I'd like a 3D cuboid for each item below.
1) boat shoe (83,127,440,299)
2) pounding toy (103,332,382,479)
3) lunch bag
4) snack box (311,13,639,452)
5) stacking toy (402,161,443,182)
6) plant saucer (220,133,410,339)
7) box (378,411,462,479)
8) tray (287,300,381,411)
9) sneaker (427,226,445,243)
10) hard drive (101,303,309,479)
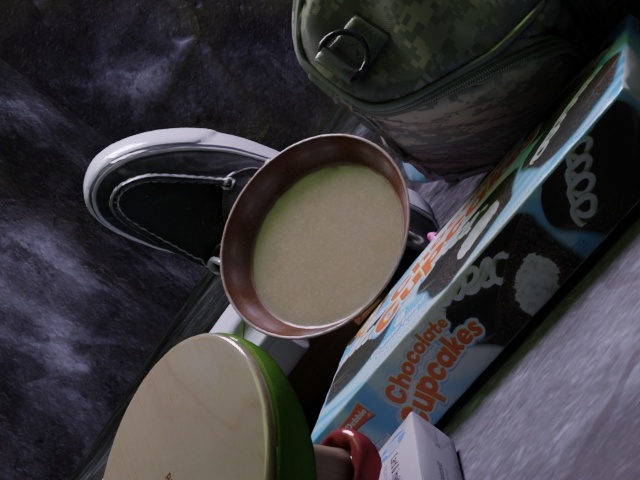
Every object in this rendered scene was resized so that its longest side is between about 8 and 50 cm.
[{"bbox_3d":[-0.046,-0.008,1.452,0.105,0.306,0.113,-97,25,-63],"label":"boat shoe"},{"bbox_3d":[-0.036,0.176,0.971,0.183,0.110,0.237,-27,55,49],"label":"pounding toy"},{"bbox_3d":[0.112,-0.180,1.288,0.256,0.212,0.305,-49,-16,5],"label":"lunch bag"},{"bbox_3d":[0.121,0.006,1.170,0.322,0.060,0.187,-51,5,23],"label":"snack box"},{"bbox_3d":[0.184,-0.149,1.619,0.279,0.130,0.309,-26,13,6],"label":"stacking toy"},{"bbox_3d":[0.000,0.000,1.339,0.168,0.168,0.029,-53,-38,2],"label":"plant saucer"},{"bbox_3d":[0.012,0.199,1.003,0.186,0.038,0.145,-51,7,10],"label":"box"},{"bbox_3d":[-0.064,0.142,1.740,0.411,0.076,0.203,-48,8,34],"label":"tray"},{"bbox_3d":[0.120,0.001,1.344,0.057,0.047,0.119,-34,6,-7],"label":"sneaker"},{"bbox_3d":[-0.130,0.187,1.528,0.353,0.047,0.233,-54,10,11],"label":"hard drive"}]
